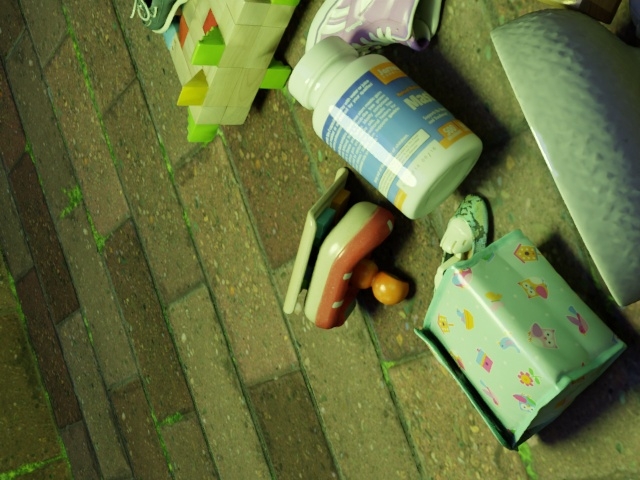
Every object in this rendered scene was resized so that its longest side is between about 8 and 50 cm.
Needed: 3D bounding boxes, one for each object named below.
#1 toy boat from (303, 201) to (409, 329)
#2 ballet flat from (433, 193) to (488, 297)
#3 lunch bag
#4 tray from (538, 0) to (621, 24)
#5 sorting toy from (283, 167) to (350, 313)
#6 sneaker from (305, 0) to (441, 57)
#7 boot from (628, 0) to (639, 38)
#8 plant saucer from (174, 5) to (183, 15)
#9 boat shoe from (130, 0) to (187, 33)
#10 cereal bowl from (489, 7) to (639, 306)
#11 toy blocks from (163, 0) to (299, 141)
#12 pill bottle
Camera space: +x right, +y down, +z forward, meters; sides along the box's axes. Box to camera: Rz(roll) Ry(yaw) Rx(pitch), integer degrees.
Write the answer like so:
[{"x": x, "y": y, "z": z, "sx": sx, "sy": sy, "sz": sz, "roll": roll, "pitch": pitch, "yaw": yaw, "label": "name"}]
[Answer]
[{"x": 0.074, "y": 0.054, "z": 1.556, "sx": 0.151, "sy": 0.151, "sz": 0.231, "roll": 25, "pitch": 127, "yaw": 11, "label": "toy boat"}, {"x": 0.203, "y": 0.025, "z": 1.408, "sx": 0.070, "sy": 0.070, "sz": 0.188, "roll": 30, "pitch": 124, "yaw": 45, "label": "ballet flat"}, {"x": 0.252, "y": 0.153, "z": 1.312, "sx": 0.223, "sy": 0.160, "sz": 0.262, "roll": 52, "pitch": 150, "yaw": 21, "label": "lunch bag"}, {"x": 0.221, "y": -0.418, "z": 1.160, "sx": 0.411, "sy": 0.076, "sz": 0.202, "roll": 36, "pitch": 108, "yaw": 46, "label": "tray"}, {"x": 0.000, "y": 0.000, "z": 1.588, "sx": 0.038, "sy": 0.208, "sz": 0.193, "roll": 20, "pitch": 122, "yaw": 7, "label": "sorting toy"}, {"x": 0.080, "y": -0.311, "z": 1.429, "sx": 0.161, "sy": 0.102, "sz": 0.282, "roll": 56, "pitch": 140, "yaw": 20, "label": "sneaker"}, {"x": 0.405, "y": -0.217, "z": 1.046, "sx": 0.123, "sy": 0.095, "sz": 0.258, "roll": 16, "pitch": 108, "yaw": 59, "label": "boot"}, {"x": -0.250, "y": -0.415, "z": 1.896, "sx": 0.168, "sy": 0.029, "sz": 0.168, "roll": 24, "pitch": 121, "yaw": 47, "label": "plant saucer"}, {"x": -0.288, "y": -0.437, "z": 1.695, "sx": 0.254, "sy": 0.079, "sz": 0.095, "roll": 172, "pitch": 104, "yaw": -67, "label": "boat shoe"}, {"x": 0.318, "y": -0.107, "z": 1.041, "sx": 0.141, "sy": 0.339, "sz": 0.339, "roll": -25, "pitch": 79, "yaw": 15, "label": "cereal bowl"}, {"x": -0.176, "y": -0.400, "z": 1.702, "sx": 0.381, "sy": 0.191, "sz": 0.260, "roll": -58, "pitch": 45, "yaw": 46, "label": "toy blocks"}, {"x": 0.086, "y": -0.171, "z": 1.374, "sx": 0.272, "sy": 0.152, "sz": 0.152, "roll": 44, "pitch": 136, "yaw": 15, "label": "pill bottle"}]
